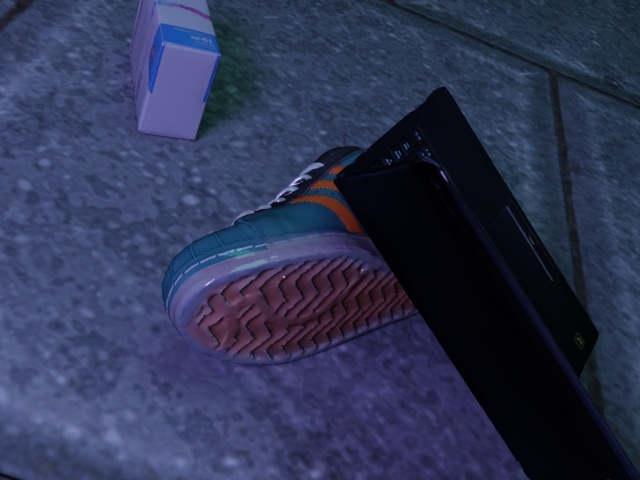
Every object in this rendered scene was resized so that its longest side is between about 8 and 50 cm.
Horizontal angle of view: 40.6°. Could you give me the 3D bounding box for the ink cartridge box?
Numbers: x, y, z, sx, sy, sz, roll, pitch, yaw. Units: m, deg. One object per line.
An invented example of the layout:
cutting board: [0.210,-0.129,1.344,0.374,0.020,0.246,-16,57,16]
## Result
ink cartridge box: [-0.127,-0.159,0.736,0.052,0.088,0.122,5,42,-24]

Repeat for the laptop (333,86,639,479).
laptop: [0.130,0.020,0.528,0.234,0.137,0.264,57,41,-9]

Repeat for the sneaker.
sneaker: [0.000,0.000,0.616,0.302,0.108,0.121,-8,48,-47]
